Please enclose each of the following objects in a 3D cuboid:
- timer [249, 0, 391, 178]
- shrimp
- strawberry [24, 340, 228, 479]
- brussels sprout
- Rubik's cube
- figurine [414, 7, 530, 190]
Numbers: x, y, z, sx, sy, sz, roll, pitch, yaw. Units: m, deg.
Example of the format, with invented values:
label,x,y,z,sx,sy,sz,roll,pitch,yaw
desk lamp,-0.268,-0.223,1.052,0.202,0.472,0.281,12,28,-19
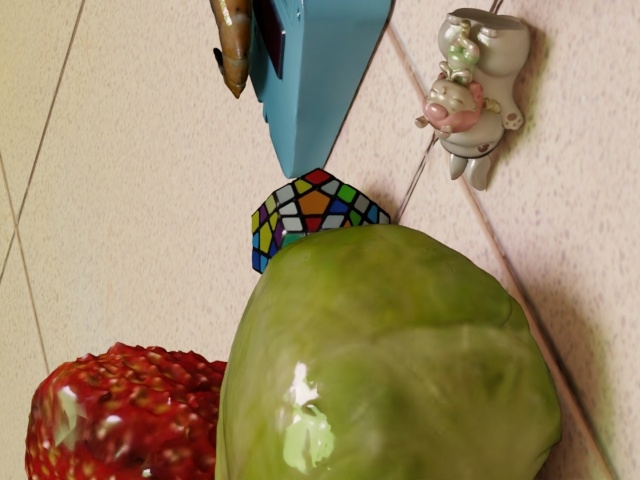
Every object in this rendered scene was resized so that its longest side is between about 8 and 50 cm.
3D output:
label,x,y,z,sx,sy,sz,roll,pitch,yaw
timer,-0.015,-0.215,1.781,0.250,0.091,0.232,101,157,-45
shrimp,-0.107,-0.270,1.872,0.198,0.051,0.262,115,146,-71
strawberry,-0.129,0.236,1.605,0.292,0.343,0.292,-48,29,37
brussels sprout,0.045,0.143,1.364,0.328,0.247,0.328,178,90,-81
Rubik's cube,0.000,0.000,1.631,0.112,0.133,0.133,-56,26,-3
figurine,0.107,-0.109,1.427,0.081,0.098,0.146,38,120,47
